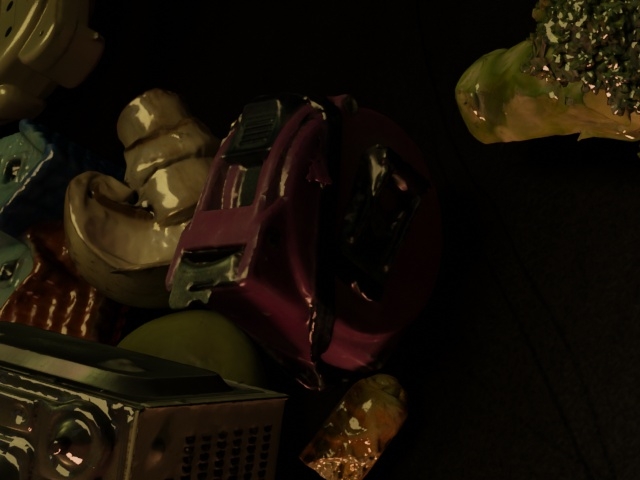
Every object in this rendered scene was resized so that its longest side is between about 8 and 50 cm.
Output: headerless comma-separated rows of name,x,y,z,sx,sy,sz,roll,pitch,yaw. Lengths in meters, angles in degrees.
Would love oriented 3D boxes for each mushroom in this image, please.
mushroom,-0.144,-0.033,1.473,0.195,0.253,0.189,63,158,20

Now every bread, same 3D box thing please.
bread,0.034,0.165,1.255,0.110,0.060,0.066,-51,7,6

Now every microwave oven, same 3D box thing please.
microwave oven,-0.271,0.240,1.226,0.394,0.247,0.333,9,94,29

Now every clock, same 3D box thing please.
clock,-0.441,-0.293,2.113,0.309,0.114,0.284,-35,43,31

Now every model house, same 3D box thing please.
model house,-0.304,0.021,1.616,0.329,0.251,0.295,-8,57,39

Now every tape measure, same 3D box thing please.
tape measure,0.000,0.000,1.268,0.149,0.231,0.245,-8,60,44

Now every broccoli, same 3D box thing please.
broccoli,0.219,-0.152,1.120,0.221,0.252,0.361,-49,34,-17

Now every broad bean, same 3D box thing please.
broad bean,-0.159,0.203,1.393,0.238,0.119,0.291,32,91,51

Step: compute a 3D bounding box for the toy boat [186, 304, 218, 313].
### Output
toy boat,-0.152,0.105,1.513,0.229,0.080,0.046,-30,78,29
